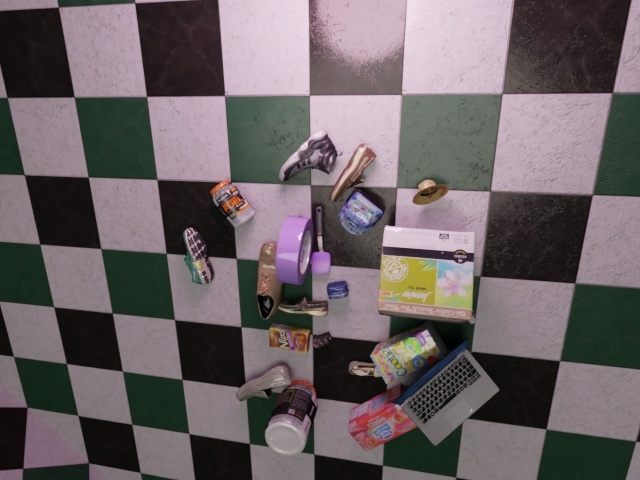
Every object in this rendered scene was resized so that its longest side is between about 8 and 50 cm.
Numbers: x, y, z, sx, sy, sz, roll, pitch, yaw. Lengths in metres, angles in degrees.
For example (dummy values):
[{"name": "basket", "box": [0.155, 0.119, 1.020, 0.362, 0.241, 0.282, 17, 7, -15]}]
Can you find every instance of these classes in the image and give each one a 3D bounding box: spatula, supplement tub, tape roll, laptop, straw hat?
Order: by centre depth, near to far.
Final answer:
[{"name": "straw hat", "box": [0.415, -0.199, 1.651, 0.145, 0.144, 0.061, -23, 64, 19]}, {"name": "tape roll", "box": [-0.100, 0.040, 1.734, 0.090, 0.275, 0.274, 8, 109, 9]}, {"name": "laptop", "box": [0.527, 0.631, 1.744, 0.382, 0.236, 0.408, -40, 97, -2]}, {"name": "supplement tub", "box": [-0.373, -0.155, 1.815, 0.117, 0.117, 0.190, -36, 98, 21]}, {"name": "spatula", "box": [0.000, 0.000, 1.829, 0.084, 0.030, 0.296, 2, 108, 11]}, {"name": "supplement tub", "box": [-0.123, 0.804, 1.970, 0.194, 0.316, 0.193, 4, 110, 11]}]

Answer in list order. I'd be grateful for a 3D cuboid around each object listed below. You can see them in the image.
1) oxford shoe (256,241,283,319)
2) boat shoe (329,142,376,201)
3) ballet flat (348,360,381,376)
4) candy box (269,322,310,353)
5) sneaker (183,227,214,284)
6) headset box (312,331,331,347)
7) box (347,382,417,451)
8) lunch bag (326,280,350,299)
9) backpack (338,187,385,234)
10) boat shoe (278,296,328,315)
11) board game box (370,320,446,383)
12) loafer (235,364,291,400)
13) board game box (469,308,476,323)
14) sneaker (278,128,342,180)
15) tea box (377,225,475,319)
[{"name": "oxford shoe", "box": [-0.223, 0.183, 1.886, 0.123, 0.130, 0.348, 1, 108, 12]}, {"name": "boat shoe", "box": [0.130, -0.249, 1.686, 0.095, 0.095, 0.257, 31, 112, -5]}, {"name": "ballet flat", "box": [0.234, 0.596, 1.954, 0.213, 0.068, 0.072, 1, 107, 12]}, {"name": "candy box", "box": [-0.144, 0.457, 2.002, 0.187, 0.053, 0.109, 8, 110, 11]}, {"name": "sneaker", "box": [-0.581, 0.079, 1.951, 0.110, 0.107, 0.275, -4, 107, 24]}, {"name": "headset box", "box": [0.004, 0.457, 1.963, 0.083, 0.062, 0.032, -23, 101, 19]}, {"name": "box", "box": [0.288, 0.814, 1.971, 0.300, 0.154, 0.142, -37, 97, 19]}, {"name": "lunch bag", "box": [0.079, 0.219, 1.864, 0.099, 0.067, 0.065, -10, 106, 14]}, {"name": "backpack", "box": [0.151, -0.099, 1.718, 0.158, 0.117, 0.173, 40, 114, -2]}, {"name": "boat shoe", "box": [-0.076, 0.289, 1.914, 0.224, 0.080, 0.073, 7, 96, -4]}, {"name": "board game box", "box": [0.376, 0.474, 1.829, 0.275, 0.142, 0.144, -32, 86, 20]}, {"name": "loafer", "box": [-0.278, 0.716, 2.075, 0.319, 0.112, 0.111, -34, 63, 20]}, {"name": "board game box", "box": [0.573, 0.257, 1.747, 0.026, 0.103, 0.154, -41, 95, 21]}, {"name": "sneaker", "box": [-0.037, -0.300, 1.699, 0.268, 0.101, 0.153, -43, 92, 19]}, {"name": "tea box", "box": [0.395, 0.135, 1.618, 0.329, 0.220, 0.323, 3, 77, 11]}]
